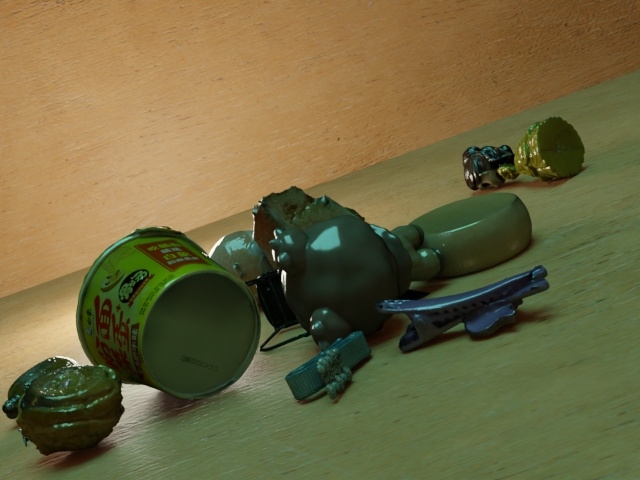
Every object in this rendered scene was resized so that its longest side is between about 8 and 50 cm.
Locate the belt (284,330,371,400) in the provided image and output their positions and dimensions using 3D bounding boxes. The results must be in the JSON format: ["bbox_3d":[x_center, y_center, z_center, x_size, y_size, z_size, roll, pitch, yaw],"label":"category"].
[{"bbox_3d":[0.027,0.193,1.488,0.100,0.065,0.179,-23,6,43],"label":"belt"}]

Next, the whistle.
[{"bbox_3d":[-0.160,0.062,2.207,0.189,0.189,0.348,-18,-1,3],"label":"whistle"}]

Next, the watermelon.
[{"bbox_3d":[-0.001,0.014,2.110,0.264,0.302,0.151,-35,-19,-53],"label":"watermelon"}]

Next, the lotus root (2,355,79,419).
[{"bbox_3d":[-0.574,0.303,1.911,0.113,0.088,0.192,-4,17,32],"label":"lotus root"}]

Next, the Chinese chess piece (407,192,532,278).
[{"bbox_3d":[0.303,-0.012,1.930,0.273,0.102,0.273,-19,12,4],"label":"Chinese chess piece"}]

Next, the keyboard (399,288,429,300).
[{"bbox_3d":[0.135,0.105,1.856,0.074,0.015,0.196,-27,16,-23],"label":"keyboard"}]

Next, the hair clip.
[{"bbox_3d":[0.234,0.109,1.508,0.278,0.090,0.137,-12,16,15],"label":"hair clip"}]

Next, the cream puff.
[{"bbox_3d":[-0.424,0.294,1.584,0.189,0.129,0.189,-10,14,2],"label":"cream puff"}]

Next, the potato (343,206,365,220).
[{"bbox_3d":[0.015,-0.001,2.363,0.149,0.113,0.251,1,30,42],"label":"potato"}]

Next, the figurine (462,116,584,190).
[{"bbox_3d":[0.514,-0.201,2.473,0.315,0.168,0.187,-21,17,49],"label":"figurine"}]

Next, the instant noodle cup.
[{"bbox_3d":[-0.260,0.141,1.683,0.311,0.311,0.221,-25,22,-29],"label":"instant noodle cup"}]

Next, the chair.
[{"bbox_3d":[-0.052,0.108,1.856,0.145,0.140,0.221,-20,6,19],"label":"chair"}]

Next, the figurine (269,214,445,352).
[{"bbox_3d":[0.081,0.057,1.704,0.203,0.248,0.381,-28,-8,41],"label":"figurine"}]
